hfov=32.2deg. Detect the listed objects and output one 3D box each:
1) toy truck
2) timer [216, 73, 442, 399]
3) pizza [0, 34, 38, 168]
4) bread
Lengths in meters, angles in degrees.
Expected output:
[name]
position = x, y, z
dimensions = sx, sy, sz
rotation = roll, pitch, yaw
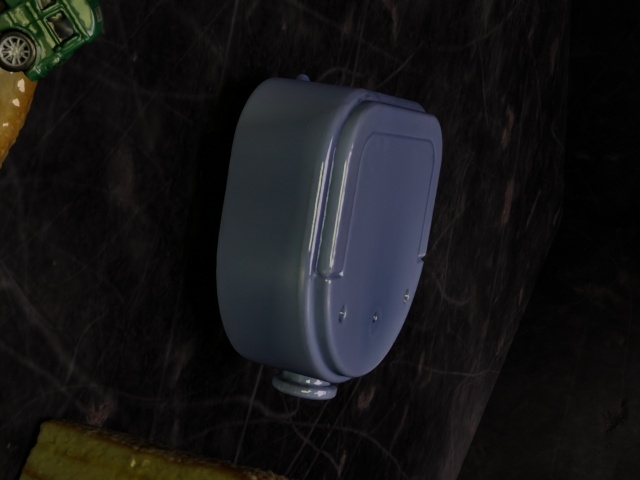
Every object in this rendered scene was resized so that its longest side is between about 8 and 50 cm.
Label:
[toy truck]
position = -0.196, -0.179, 0.707
dimensions = 0.147, 0.079, 0.065
rotation = 62, 4, -16
[timer]
position = 0.000, 0.000, 1.318
dimensions = 0.395, 0.173, 0.394
rotation = 12, 90, -70
[pizza]
position = -0.287, -0.120, 0.695
dimensions = 0.280, 0.075, 0.287
rotation = -61, 151, -45
[bread]
position = -0.139, 0.249, 1.036
dimensions = 0.184, 0.234, 0.110
rotation = 45, 57, -66
